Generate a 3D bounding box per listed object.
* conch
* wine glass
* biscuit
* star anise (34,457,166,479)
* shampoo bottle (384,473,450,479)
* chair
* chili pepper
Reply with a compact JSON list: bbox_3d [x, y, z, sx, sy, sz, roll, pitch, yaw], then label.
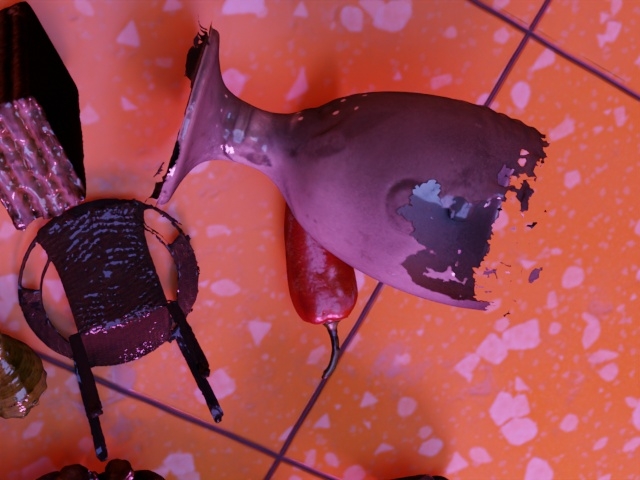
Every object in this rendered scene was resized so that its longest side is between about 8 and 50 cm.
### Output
[{"bbox_3d":[-0.308,0.123,1.642,0.089,0.074,0.121,-35,120,-15],"label":"conch"},{"bbox_3d":[0.031,-0.064,1.582,0.357,0.190,0.190,19,103,-4],"label":"wine glass"},{"bbox_3d":[-0.251,-0.109,1.478,0.070,0.252,0.106,-25,119,3],"label":"biscuit"},{"bbox_3d":[-0.214,0.250,1.701,0.168,0.168,0.057,3,69,-19],"label":"star anise"},{"bbox_3d":[0.052,0.311,1.773,0.246,0.080,0.079,-31,100,-42],"label":"shampoo bottle"},{"bbox_3d":[-0.187,0.078,1.661,0.174,0.149,0.213,-18,73,-9],"label":"chair"},{"bbox_3d":[0.000,0.000,1.701,0.071,0.063,0.272,-5,99,-17],"label":"chili pepper"}]
